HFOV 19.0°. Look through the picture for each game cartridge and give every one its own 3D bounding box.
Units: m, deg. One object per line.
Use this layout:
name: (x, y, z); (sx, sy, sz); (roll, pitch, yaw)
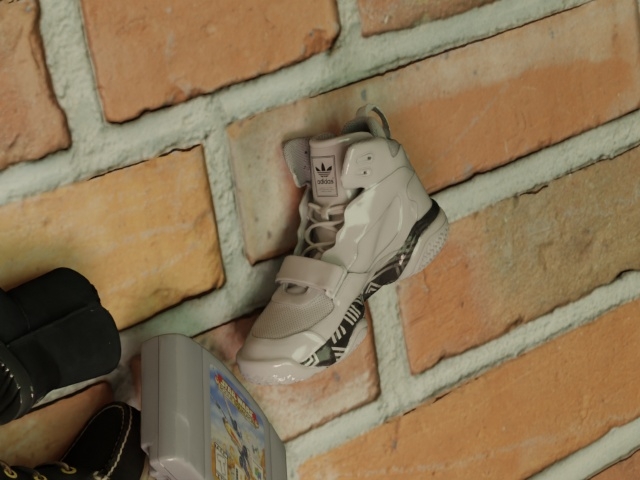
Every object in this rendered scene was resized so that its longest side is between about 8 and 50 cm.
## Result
game cartridge: (-0.114, 0.240, 2.178); (0.297, 0.062, 0.198); (53, 29, -46)

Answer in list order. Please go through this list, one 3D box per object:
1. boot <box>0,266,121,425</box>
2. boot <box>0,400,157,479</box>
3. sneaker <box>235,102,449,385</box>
boot: (-0.335, 0.065, 2.006); (0.246, 0.094, 0.207); (52, 28, 4)
boot: (-0.339, 0.249, 1.991); (0.284, 0.138, 0.377); (47, 48, -22)
sneaker: (0.000, 0.000, 2.275); (0.366, 0.137, 0.210); (-44, 122, -35)
